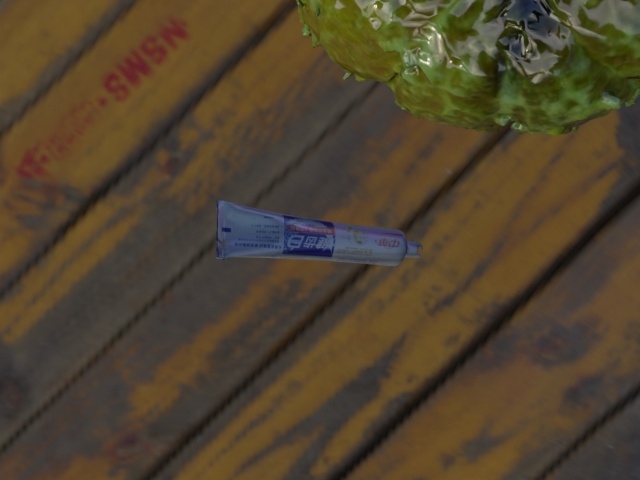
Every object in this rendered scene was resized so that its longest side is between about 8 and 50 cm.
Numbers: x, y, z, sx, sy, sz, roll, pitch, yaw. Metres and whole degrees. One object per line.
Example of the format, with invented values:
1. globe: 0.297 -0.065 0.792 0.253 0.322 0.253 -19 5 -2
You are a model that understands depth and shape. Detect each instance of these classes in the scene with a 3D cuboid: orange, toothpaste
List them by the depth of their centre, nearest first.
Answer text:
1. orange: 0.116 -0.201 0.986 0.300 0.223 0.301 20 120 5
2. toothpaste: 0.000 0.000 1.292 0.028 0.170 0.045 -19 68 62
